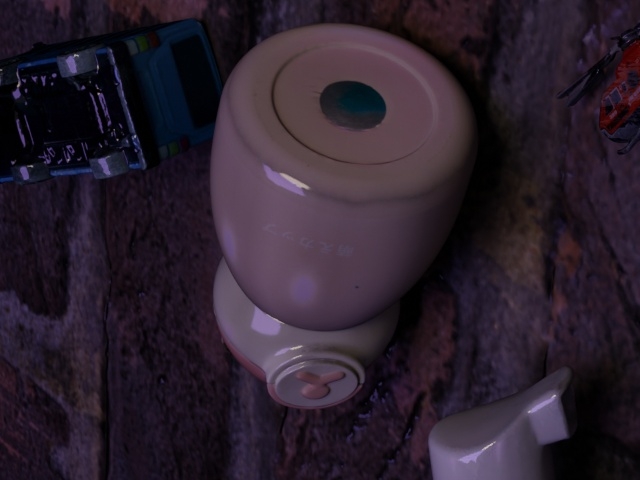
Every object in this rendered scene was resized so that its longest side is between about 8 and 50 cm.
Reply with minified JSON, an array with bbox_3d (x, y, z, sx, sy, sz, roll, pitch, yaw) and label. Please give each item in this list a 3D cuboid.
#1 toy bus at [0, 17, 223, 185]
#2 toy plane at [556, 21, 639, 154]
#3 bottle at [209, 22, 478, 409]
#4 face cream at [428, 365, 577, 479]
[{"bbox_3d":[-0.158,-0.093,1.336,0.185,0.106,0.090,-2,109,46],"label":"toy bus"},{"bbox_3d":[0.173,-0.091,0.991,0.060,0.037,0.145,65,148,22],"label":"toy plane"},{"bbox_3d":[0.000,0.000,1.167,0.147,0.147,0.236,46,145,26],"label":"bottle"},{"bbox_3d":[0.115,0.248,1.143,0.145,0.145,0.369,11,115,48],"label":"face cream"}]
